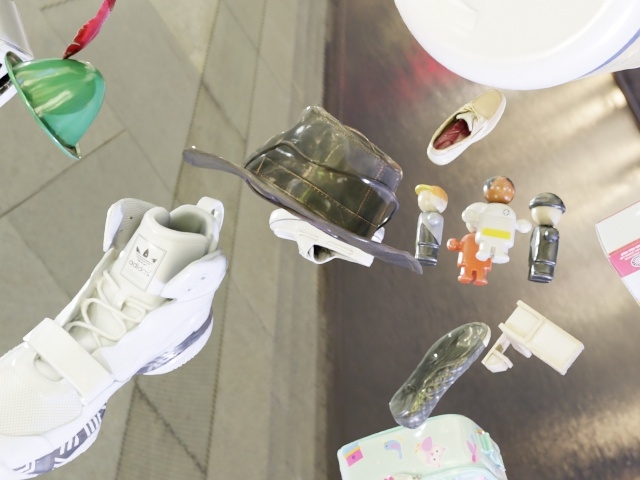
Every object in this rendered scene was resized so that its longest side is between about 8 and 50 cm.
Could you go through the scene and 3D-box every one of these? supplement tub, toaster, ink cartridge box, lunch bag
[{"bbox_3d":[0.226,-0.254,0.742,0.316,0.228,0.228,-21,82,-49],"label":"supplement tub"},{"bbox_3d":[-0.530,-0.285,1.331,0.146,0.227,0.129,62,16,23],"label":"toaster"},{"bbox_3d":[0.433,0.029,1.057,0.175,0.127,0.072,49,23,-27],"label":"ink cartridge box"},{"bbox_3d":[0.165,0.352,1.310,0.279,0.224,0.108,44,33,-57],"label":"lunch bag"}]

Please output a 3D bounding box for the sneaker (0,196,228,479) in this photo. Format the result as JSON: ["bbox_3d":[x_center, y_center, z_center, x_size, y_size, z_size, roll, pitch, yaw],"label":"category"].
[{"bbox_3d":[-0.229,0.082,0.902,0.137,0.210,0.366,36,38,16],"label":"sneaker"}]

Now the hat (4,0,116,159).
[{"bbox_3d":[-0.305,-0.227,1.191,0.173,0.183,0.208,58,-1,-19],"label":"hat"}]

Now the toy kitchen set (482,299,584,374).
[{"bbox_3d":[0.209,0.115,0.854,0.075,0.068,0.083,37,-3,31],"label":"toy kitchen set"}]

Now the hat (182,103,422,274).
[{"bbox_3d":[0.000,-0.085,1.044,0.331,0.134,0.331,26,0,0],"label":"hat"}]

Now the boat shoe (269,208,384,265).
[{"bbox_3d":[0.000,0.000,1.623,0.096,0.267,0.088,31,73,-49],"label":"boat shoe"}]

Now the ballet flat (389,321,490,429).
[{"bbox_3d":[0.158,0.174,1.148,0.049,0.173,0.057,43,2,-38],"label":"ballet flat"}]

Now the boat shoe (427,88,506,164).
[{"bbox_3d":[0.202,-0.159,1.201,0.050,0.135,0.045,43,-2,16],"label":"boat shoe"}]

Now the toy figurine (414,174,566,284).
[{"bbox_3d":[0.271,-0.020,1.425,0.209,0.213,0.148,20,73,-39],"label":"toy figurine"}]
